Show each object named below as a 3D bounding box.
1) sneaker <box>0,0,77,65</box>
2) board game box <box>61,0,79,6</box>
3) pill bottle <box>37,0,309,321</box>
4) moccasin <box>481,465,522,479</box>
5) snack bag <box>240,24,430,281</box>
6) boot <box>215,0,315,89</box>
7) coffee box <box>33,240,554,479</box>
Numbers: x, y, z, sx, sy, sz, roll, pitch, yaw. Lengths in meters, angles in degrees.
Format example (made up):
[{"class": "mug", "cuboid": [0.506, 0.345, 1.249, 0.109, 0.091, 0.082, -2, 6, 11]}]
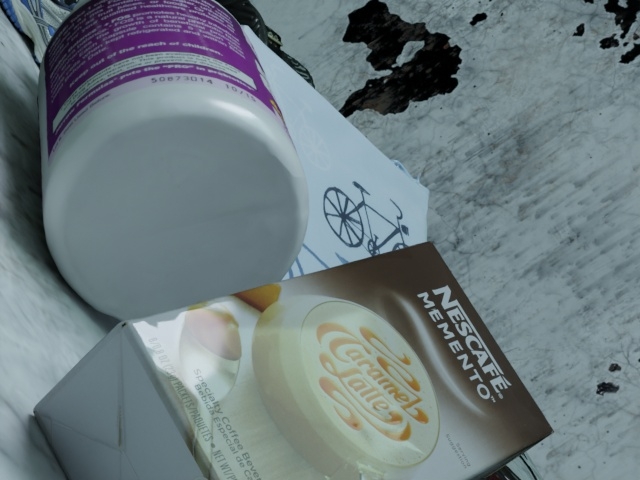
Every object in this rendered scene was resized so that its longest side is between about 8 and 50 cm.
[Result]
[{"class": "sneaker", "cuboid": [-0.213, -0.170, 1.069, 0.135, 0.058, 0.052, 56, 7, -1]}, {"class": "board game box", "cuboid": [-0.175, -0.185, 1.301, 0.254, 0.079, 0.336, 50, 10, -37]}, {"class": "pill bottle", "cuboid": [-0.114, -0.083, 0.898, 0.169, 0.169, 0.301, 51, 9, -32]}, {"class": "moccasin", "cuboid": [0.104, 0.258, 1.012, 0.139, 0.147, 0.380, 41, 12, -1]}, {"class": "snack bag", "cuboid": [0.000, 0.000, 1.169, 0.323, 0.037, 0.342, 38, 41, -37]}, {"class": "boot", "cuboid": [-0.102, -0.245, 1.828, 0.260, 0.131, 0.348, 50, 9, -39]}, {"class": "coffee box", "cuboid": [-0.005, 0.097, 0.678, 0.246, 0.098, 0.141, -15, 68, -50]}]
